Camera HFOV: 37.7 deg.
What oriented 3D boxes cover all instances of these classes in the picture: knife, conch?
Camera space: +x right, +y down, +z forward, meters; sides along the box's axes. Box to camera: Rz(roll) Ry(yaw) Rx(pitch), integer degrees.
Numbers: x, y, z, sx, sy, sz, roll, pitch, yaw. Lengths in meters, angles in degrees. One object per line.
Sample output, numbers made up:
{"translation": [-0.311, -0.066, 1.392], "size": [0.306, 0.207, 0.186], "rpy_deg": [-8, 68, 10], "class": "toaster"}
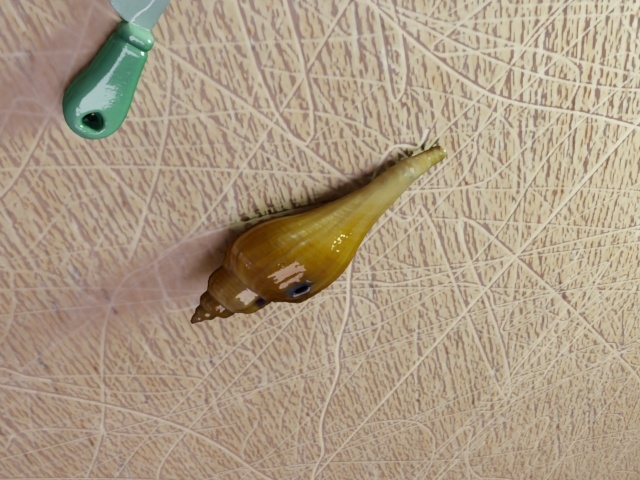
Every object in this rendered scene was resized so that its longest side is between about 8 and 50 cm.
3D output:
{"translation": [-0.150, -0.196, 0.779], "size": [0.063, 0.034, 0.260], "rpy_deg": [18, 118, -31], "class": "knife"}
{"translation": [0.002, 0.003, 1.013], "size": [0.330, 0.093, 0.109], "rpy_deg": [-28, 133, 2], "class": "conch"}
